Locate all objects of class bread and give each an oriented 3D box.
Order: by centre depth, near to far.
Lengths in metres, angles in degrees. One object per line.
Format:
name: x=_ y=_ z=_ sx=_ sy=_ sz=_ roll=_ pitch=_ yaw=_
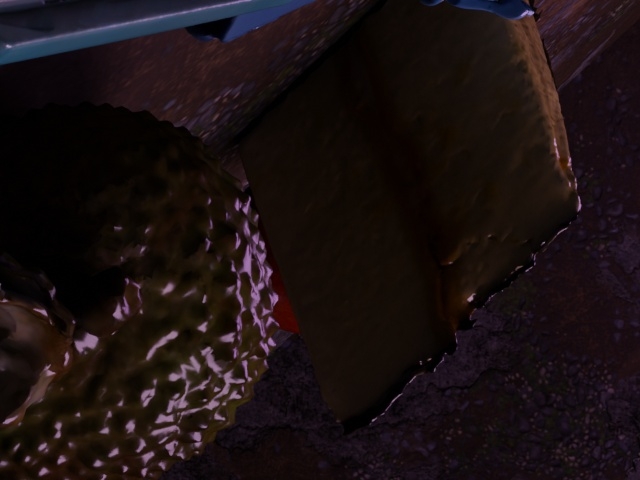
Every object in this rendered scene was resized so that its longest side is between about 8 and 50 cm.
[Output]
bread: x=0.114 y=-0.061 z=1.403 sx=0.346 sy=0.405 sz=0.242 roll=-31 pitch=164 yaw=16

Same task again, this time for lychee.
lychee: x=-0.158 y=0.038 z=0.919 sx=0.270 sy=0.270 sz=0.320 roll=-39 pitch=-155 yaw=-15

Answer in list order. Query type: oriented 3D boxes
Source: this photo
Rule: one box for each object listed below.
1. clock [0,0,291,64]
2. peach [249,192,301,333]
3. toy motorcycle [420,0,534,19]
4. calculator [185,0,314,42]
clock: x=-0.056 y=-0.206 z=0.628 sx=0.231 sy=0.116 sz=0.262 roll=-52 pitch=169 yaw=30
peach: x=0.000 y=0.000 z=1.689 sx=0.275 sy=0.245 sz=0.248 roll=-23 pitch=134 yaw=-34
toy motorcycle: x=0.181 y=-0.293 z=1.195 sx=0.272 sy=0.123 sz=0.182 roll=-43 pitch=161 yaw=17
calculator: x=0.007 y=-0.235 z=0.923 sx=0.173 sy=0.051 sz=0.293 roll=-31 pitch=167 yaw=-44
